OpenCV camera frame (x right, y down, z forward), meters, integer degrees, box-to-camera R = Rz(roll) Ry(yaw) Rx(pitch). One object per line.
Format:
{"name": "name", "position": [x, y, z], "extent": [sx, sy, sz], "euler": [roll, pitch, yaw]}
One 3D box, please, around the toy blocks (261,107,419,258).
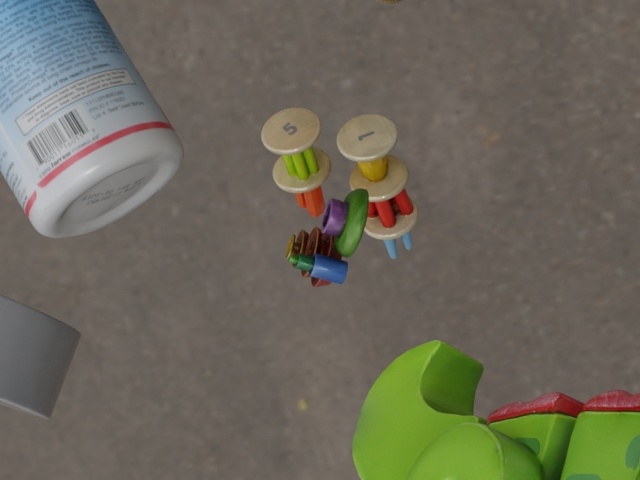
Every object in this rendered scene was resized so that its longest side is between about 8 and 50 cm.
{"name": "toy blocks", "position": [0.021, -0.044, 1.522], "extent": [0.123, 0.054, 0.148], "euler": [6, 142, 21]}

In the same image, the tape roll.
{"name": "tape roll", "position": [-0.295, 0.066, 1.329], "extent": [0.219, 0.219, 0.072], "euler": [6, 74, 51]}

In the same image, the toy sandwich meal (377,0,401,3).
{"name": "toy sandwich meal", "position": [0.025, -0.151, 0.838], "extent": [0.029, 0.085, 0.086], "euler": [-32, 75, 35]}

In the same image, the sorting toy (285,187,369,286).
{"name": "sorting toy", "position": [0.000, 0.000, 1.276], "extent": [0.102, 0.042, 0.061], "euler": [121, 161, -53]}

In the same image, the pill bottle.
{"name": "pill bottle", "position": [-0.145, -0.088, 0.903], "extent": [0.160, 0.087, 0.087], "euler": [58, 140, 12]}

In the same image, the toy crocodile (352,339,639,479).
{"name": "toy crocodile", "position": [0.133, 0.101, 0.666], "extent": [0.340, 0.115, 0.105], "euler": [-2, 66, 58]}
